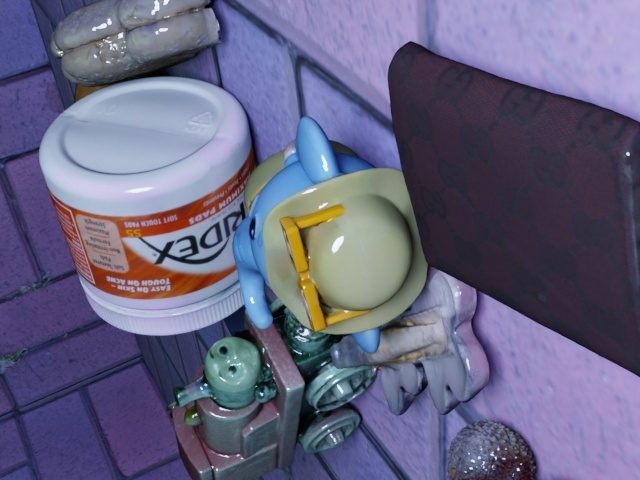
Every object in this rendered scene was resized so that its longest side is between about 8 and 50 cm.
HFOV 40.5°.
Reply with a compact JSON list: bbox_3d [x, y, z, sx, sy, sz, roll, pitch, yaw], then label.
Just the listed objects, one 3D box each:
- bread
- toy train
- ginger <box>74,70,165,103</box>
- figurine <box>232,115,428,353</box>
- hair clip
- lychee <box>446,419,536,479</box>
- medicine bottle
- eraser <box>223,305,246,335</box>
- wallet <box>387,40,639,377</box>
[{"bbox_3d":[-0.241,-0.254,1.089,0.102,0.183,0.337,69,165,-14],"label":"bread"},{"bbox_3d":[-0.066,0.182,1.042,0.150,0.221,0.304,59,159,29],"label":"toy train"},{"bbox_3d":[-0.304,-0.164,1.386,0.165,0.172,0.321,5,122,26],"label":"ginger"},{"bbox_3d":[0.003,-0.002,0.750,0.262,0.154,0.180,-174,95,-80],"label":"figurine"},{"bbox_3d":[0.078,0.087,0.788,0.257,0.075,0.146,151,112,-64],"label":"hair clip"},{"bbox_3d":[0.141,0.185,0.720,0.068,0.067,0.083,-54,26,18],"label":"lychee"},{"bbox_3d":[-0.202,-0.048,1.101,0.252,0.252,0.241,49,154,43],"label":"medicine bottle"},{"bbox_3d":[-0.124,0.122,1.413,0.082,0.036,0.225,62,161,16],"label":"eraser"},{"bbox_3d":[0.129,-0.023,0.554,0.229,0.049,0.182,36,147,54],"label":"wallet"}]
